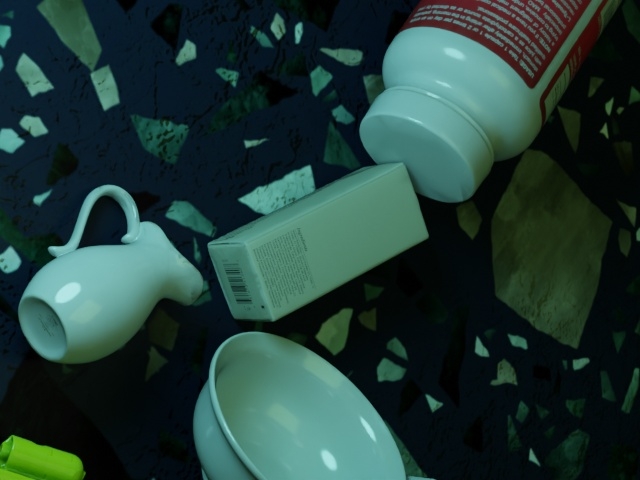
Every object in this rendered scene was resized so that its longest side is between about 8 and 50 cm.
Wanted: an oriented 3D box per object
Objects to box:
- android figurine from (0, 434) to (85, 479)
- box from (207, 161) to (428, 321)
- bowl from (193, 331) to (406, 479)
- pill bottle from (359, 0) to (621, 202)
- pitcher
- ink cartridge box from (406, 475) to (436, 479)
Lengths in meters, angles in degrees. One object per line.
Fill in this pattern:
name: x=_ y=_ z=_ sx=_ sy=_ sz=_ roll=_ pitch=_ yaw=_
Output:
android figurine: x=-0.334 y=0.350 z=1.870 sx=0.273 sy=0.056 sz=0.248 roll=19 pitch=76 yaw=-20
box: x=0.000 y=0.000 z=2.133 sx=0.275 sy=0.094 sz=0.113 roll=-26 pitch=103 yaw=-34
bowl: x=-0.048 y=0.265 z=2.027 sx=0.298 sy=0.134 sz=0.298 roll=32 pitch=28 yaw=-20
pill bottle: x=0.227 y=-0.256 z=2.225 sx=0.229 sy=0.229 sz=0.408 roll=47 pitch=63 yaw=-25
pitcher: x=-0.260 y=0.038 z=1.940 sx=0.207 sy=0.125 sz=0.178 roll=-31 pitch=86 yaw=-43
ink cartridge box: x=0.050 y=0.426 z=2.088 sx=0.114 sy=0.197 sz=0.273 roll=48 pitch=62 yaw=-24
